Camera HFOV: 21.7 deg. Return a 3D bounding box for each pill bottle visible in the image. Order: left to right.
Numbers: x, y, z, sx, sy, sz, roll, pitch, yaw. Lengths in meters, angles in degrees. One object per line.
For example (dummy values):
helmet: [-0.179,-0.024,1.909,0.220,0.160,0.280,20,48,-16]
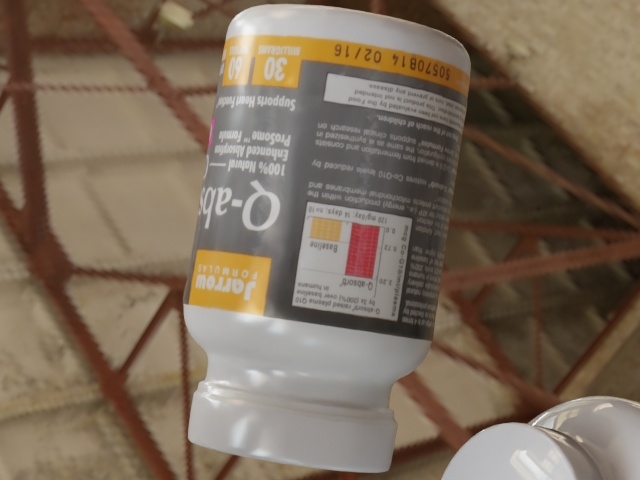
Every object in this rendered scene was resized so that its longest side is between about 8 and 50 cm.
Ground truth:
pill bottle: [0.000,0.000,1.066,0.162,0.278,0.162,9,177,1]
pill bottle: [0.230,0.203,1.094,0.323,0.181,0.181,15,-146,-39]
